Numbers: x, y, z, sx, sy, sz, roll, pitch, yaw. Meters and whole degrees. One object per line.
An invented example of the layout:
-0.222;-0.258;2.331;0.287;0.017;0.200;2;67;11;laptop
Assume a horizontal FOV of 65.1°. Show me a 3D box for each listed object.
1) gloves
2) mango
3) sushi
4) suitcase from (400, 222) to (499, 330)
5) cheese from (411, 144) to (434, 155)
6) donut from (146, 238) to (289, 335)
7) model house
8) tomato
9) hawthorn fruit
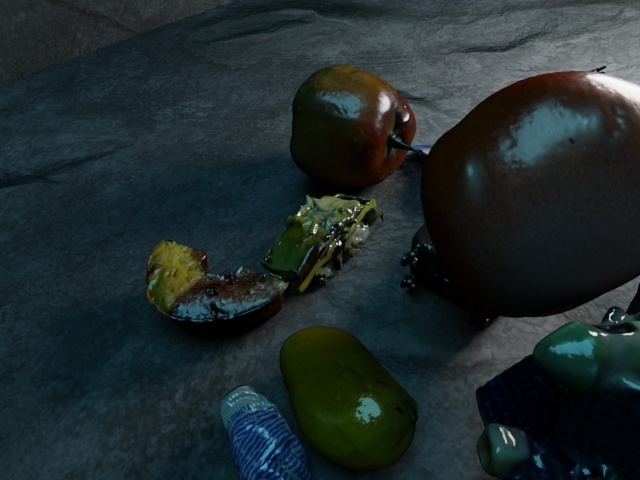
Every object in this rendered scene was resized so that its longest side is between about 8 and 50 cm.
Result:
-0.082;0.315;0.733;0.119;0.097;0.229;-49;56;4;gloves
0.031;0.228;0.766;0.167;0.130;0.262;-30;42;-12;mango
-0.001;-0.006;1.008;0.139;0.131;0.291;18;50;39;sushi
0.303;0.000;0.940;0.202;0.128;0.312;27;58;28;suitcase
0.322;-0.184;1.146;0.189;0.074;0.286;-11;28;-35;cheese
-0.209;0.115;0.933;0.295;0.112;0.151;14;53;24;donut
0.331;0.194;0.583;0.284;0.298;0.243;-3;32;-6;model house
0.306;-0.041;0.672;0.341;0.341;0.273;-5;62;5;tomato
0.084;-0.243;1.130;0.301;0.268;0.268;23;53;22;hawthorn fruit
